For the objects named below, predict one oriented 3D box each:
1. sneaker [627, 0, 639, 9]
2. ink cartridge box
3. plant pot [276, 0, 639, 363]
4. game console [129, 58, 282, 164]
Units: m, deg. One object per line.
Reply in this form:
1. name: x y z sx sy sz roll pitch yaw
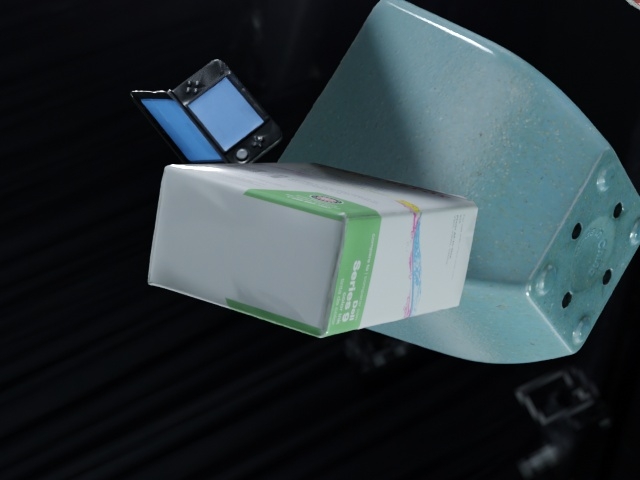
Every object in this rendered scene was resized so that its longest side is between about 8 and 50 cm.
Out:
1. sneaker: 0.274 -0.211 1.045 0.092 0.225 0.088 30 -53 35
2. ink cartridge box: 0.000 0.000 1.076 0.154 0.212 0.093 15 -77 29
3. plant pot: 0.140 -0.029 1.297 0.252 0.248 0.247 23 -13 36
4. game console: -0.118 -0.130 1.521 0.122 0.107 0.071 51 -6 18
